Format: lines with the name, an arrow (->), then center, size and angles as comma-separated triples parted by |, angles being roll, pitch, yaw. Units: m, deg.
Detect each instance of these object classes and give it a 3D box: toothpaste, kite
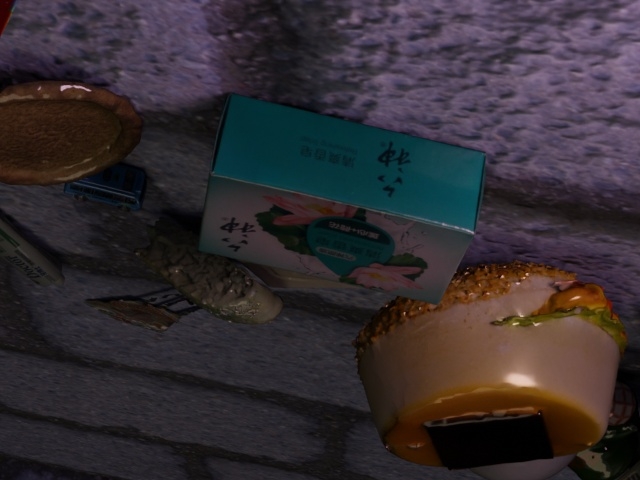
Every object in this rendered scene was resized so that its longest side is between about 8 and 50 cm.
toothpaste -> -0.374, 0.005, 1.875 | 0.064, 0.041, 0.218 | -10, 150, 22
kite -> -0.217, 0.094, 2.064 | 0.127, 0.016, 0.229 | 21, 162, -33

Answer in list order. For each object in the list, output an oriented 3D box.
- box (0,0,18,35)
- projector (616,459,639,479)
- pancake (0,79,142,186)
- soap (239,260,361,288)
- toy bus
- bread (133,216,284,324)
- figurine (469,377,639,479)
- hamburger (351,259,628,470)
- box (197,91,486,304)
box -> -0.276, -0.220, 1.181 | 0.112, 0.048, 0.175 | 18, 159, -15
projector -> 0.493, 0.296, 1.920 | 0.269, 0.088, 0.193 | -34, 142, 18
pancake -> -0.263, -0.098, 1.468 | 0.199, 0.021, 0.199 | -10, 157, -4
soap -> 0.000, 0.000, 1.603 | 0.183, 0.064, 0.121 | -1, 154, 31
toy bus -> -0.221, -0.060, 1.604 | 0.083, 0.038, 0.046 | 14, 157, -8
bread -> -0.126, 0.040, 1.709 | 0.172, 0.064, 0.232 | 36, 174, -10
figurine -> 0.291, 0.227, 1.917 | 0.370, 0.167, 0.281 | 15, 166, -34
hamburger -> 0.182, 0.131, 1.654 | 0.294, 0.179, 0.276 | -9, 151, 14
box -> 0.016, -0.035, 1.427 | 0.244, 0.092, 0.153 | 12, 152, -2
